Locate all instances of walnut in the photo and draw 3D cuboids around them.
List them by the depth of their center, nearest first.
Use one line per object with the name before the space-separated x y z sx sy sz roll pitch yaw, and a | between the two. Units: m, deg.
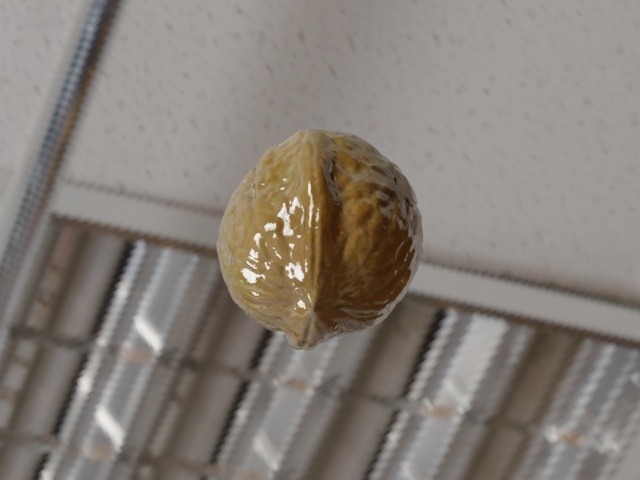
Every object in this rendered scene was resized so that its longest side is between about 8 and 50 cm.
walnut | 0.000 0.000 0.976 0.105 0.124 0.105 -1 -61 -2
